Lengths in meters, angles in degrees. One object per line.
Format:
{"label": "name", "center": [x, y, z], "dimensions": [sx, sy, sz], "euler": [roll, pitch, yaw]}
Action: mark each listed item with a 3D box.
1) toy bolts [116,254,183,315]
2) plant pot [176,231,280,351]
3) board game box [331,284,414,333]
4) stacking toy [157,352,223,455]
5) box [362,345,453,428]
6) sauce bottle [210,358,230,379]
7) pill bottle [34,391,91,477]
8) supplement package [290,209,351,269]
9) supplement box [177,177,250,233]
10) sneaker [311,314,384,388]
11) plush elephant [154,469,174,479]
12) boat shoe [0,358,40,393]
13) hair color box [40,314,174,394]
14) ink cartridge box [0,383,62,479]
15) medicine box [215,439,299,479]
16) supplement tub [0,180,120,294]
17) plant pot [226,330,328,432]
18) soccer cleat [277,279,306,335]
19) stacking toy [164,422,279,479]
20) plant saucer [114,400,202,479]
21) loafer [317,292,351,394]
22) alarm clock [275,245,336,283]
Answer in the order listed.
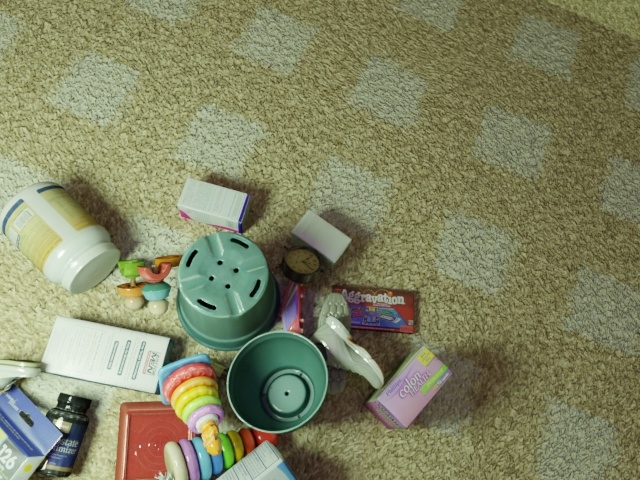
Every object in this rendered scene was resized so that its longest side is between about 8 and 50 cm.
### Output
{"label": "toy bolts", "center": [-0.513, 0.143, 1.828], "dimensions": [0.218, 0.229, 0.158], "euler": [-8, 99, -31]}
{"label": "plant pot", "center": [-0.285, 0.145, 1.765], "dimensions": [0.342, 0.334, 0.340], "euler": [2, 72, -6]}
{"label": "board game box", "center": [0.173, 0.230, 1.948], "dimensions": [0.282, 0.027, 0.145], "euler": [5, 69, -4]}
{"label": "stacking toy", "center": [-0.341, 0.484, 1.659], "dimensions": [0.166, 0.175, 0.302], "euler": [-15, 41, -24]}
{"label": "box", "center": [0.259, 0.452, 1.767], "dimensions": [0.117, 0.243, 0.213], "euler": [43, 71, 9]}
{"label": "sauce bottle", "center": [-0.309, 0.413, 1.825], "dimensions": [0.128, 0.042, 0.042], "euler": [26, 70, 0]}
{"label": "pill bottle", "center": [-0.748, 0.559, 1.682], "dimensions": [0.123, 0.123, 0.219], "euler": [14, 70, -1]}
{"label": "supplement package", "center": [0.000, 0.000, 1.967], "dimensions": [0.179, 0.105, 0.105], "euler": [35, 71, 7]}
{"label": "supplement box", "center": [-0.357, -0.116, 1.964], "dimensions": [0.220, 0.111, 0.113], "euler": [15, 70, -1]}
{"label": "sneaker", "center": [0.078, 0.359, 1.753], "dimensions": [0.121, 0.099, 0.262], "euler": [-41, 79, -12]}
{"label": "plush elephant", "center": [-0.456, 0.758, 1.450], "dimensions": [0.256, 0.271, 0.330], "euler": [-8, 48, -30]}
{"label": "boat shoe", "center": [-0.939, 0.398, 1.692], "dimensions": [0.303, 0.113, 0.103], "euler": [-6, 73, 24]}
{"label": "hair color box", "center": [-0.644, 0.353, 1.774], "dimensions": [0.348, 0.105, 0.173], "euler": [12, 71, -2]}
{"label": "ink cartridge box", "center": [-0.915, 0.586, 1.614], "dimensions": [0.304, 0.072, 0.307], "euler": [25, 73, 33]}
{"label": "medicine box", "center": [-0.175, 0.763, 1.610], "dimensions": [0.289, 0.149, 0.263], "euler": [-34, 105, -16]}
{"label": "supplement tub", "center": [-0.808, -0.007, 1.815], "dimensions": [0.316, 0.228, 0.228], "euler": [43, 72, 9]}
{"label": "plant pot", "center": [-0.112, 0.440, 1.737], "dimensions": [0.293, 0.196, 0.292], "euler": [-3, 62, 6]}
{"label": "soccer cleat", "center": [-0.098, 0.203, 1.904], "dimensions": [0.095, 0.083, 0.247], "euler": [-5, 70, 7]}
{"label": "stacking toy", "center": [-0.276, 0.607, 1.694], "dimensions": [0.331, 0.141, 0.141], "euler": [-11, 72, -28]}
{"label": "plant saucer", "center": [-0.479, 0.611, 1.735], "dimensions": [0.259, 0.047, 0.258], "euler": [0, 72, -6]}
{"label": "loafer", "center": [0.035, 0.328, 1.852], "dimensions": [0.112, 0.111, 0.319], "euler": [9, 74, -10]}
{"label": "alarm clock", "center": [-0.043, 0.087, 1.885], "dimensions": [0.192, 0.064, 0.129], "euler": [16, 43, 3]}
